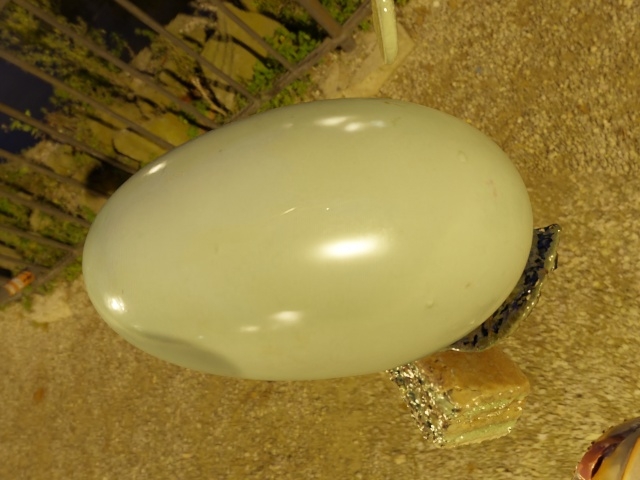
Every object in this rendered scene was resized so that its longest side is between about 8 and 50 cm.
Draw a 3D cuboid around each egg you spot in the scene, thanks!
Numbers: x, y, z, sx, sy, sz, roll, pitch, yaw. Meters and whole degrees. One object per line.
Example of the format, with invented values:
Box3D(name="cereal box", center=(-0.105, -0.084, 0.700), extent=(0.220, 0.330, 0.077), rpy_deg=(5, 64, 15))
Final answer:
Box3D(name="egg", center=(0.000, 0.000, 0.476), extent=(0.230, 0.371, 0.229), rpy_deg=(172, 90, -74))

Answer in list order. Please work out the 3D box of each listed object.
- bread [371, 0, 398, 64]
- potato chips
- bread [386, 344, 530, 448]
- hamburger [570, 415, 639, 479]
Box3D(name="bread", center=(0.109, -0.345, 0.925), extent=(0.036, 0.193, 0.112), rpy_deg=(-12, 84, 7))
Box3D(name="potato chips", center=(0.167, 0.027, 0.688), extent=(0.202, 0.029, 0.220), rpy_deg=(-53, 41, 8))
Box3D(name="bread", center=(0.163, 0.165, 0.750), extent=(0.196, 0.138, 0.102), rpy_deg=(-122, 39, -49))
Box3D(name="hamburger", center=(0.402, 0.319, 0.688), extent=(0.147, 0.237, 0.236), rpy_deg=(12, 81, 56))
